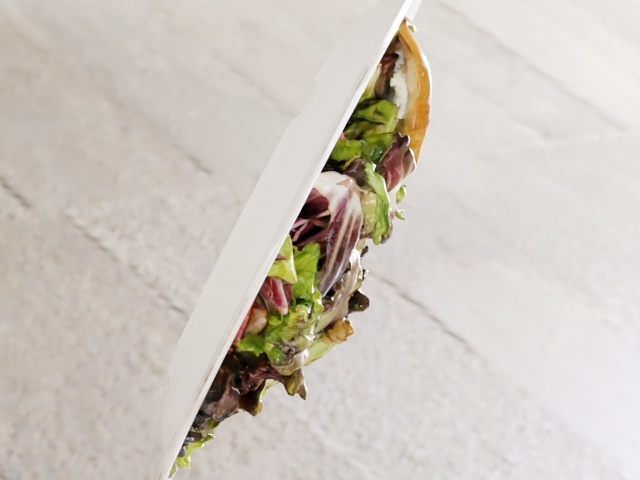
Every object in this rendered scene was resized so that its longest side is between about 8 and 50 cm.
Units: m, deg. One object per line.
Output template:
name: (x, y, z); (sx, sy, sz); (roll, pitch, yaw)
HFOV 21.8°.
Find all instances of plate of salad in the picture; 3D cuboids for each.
plate of salad: (0.000, 0.000, 0.545); (0.048, 0.199, 0.200); (28, 24, 0)
